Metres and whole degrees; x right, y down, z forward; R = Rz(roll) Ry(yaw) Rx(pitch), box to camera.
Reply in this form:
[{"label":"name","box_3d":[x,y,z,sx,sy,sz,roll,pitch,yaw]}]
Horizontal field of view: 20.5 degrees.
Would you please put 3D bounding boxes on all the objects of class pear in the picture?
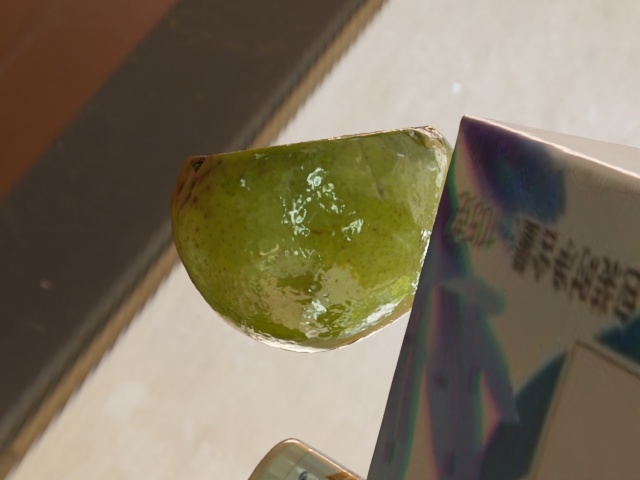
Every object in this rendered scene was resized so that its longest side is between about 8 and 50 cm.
[{"label":"pear","box_3d":[0.000,0.000,0.847,0.141,0.141,0.104,-9,97,-46]}]

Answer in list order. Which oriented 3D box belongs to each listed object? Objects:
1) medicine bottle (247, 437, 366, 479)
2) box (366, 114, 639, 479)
[{"label":"medicine bottle","box_3d":[0.047,0.278,1.534,0.114,0.252,0.114,-54,165,-21]},{"label":"box","box_3d":[0.108,0.101,0.365,0.116,0.274,0.203,9,100,-24]}]
